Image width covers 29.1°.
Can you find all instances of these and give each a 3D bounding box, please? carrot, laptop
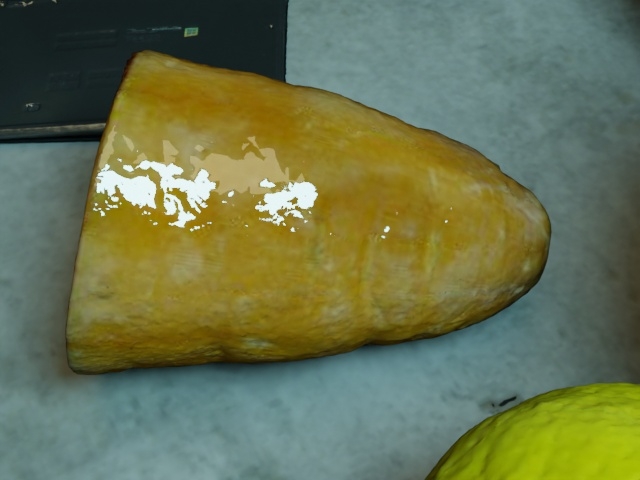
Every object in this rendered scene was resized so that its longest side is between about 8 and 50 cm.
[{"bbox_3d":[0.000,0.000,0.610,0.225,0.159,0.159,8,53,-7],"label":"carrot"},{"bbox_3d":[-0.117,-0.115,0.765,0.197,0.016,0.135,-2,52,2],"label":"laptop"}]

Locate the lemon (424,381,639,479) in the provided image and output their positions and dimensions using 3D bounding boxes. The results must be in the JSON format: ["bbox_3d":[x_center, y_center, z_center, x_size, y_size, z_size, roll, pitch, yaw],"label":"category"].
[{"bbox_3d":[0.120,0.142,0.457,0.180,0.180,0.193,-27,45,-16],"label":"lemon"}]
